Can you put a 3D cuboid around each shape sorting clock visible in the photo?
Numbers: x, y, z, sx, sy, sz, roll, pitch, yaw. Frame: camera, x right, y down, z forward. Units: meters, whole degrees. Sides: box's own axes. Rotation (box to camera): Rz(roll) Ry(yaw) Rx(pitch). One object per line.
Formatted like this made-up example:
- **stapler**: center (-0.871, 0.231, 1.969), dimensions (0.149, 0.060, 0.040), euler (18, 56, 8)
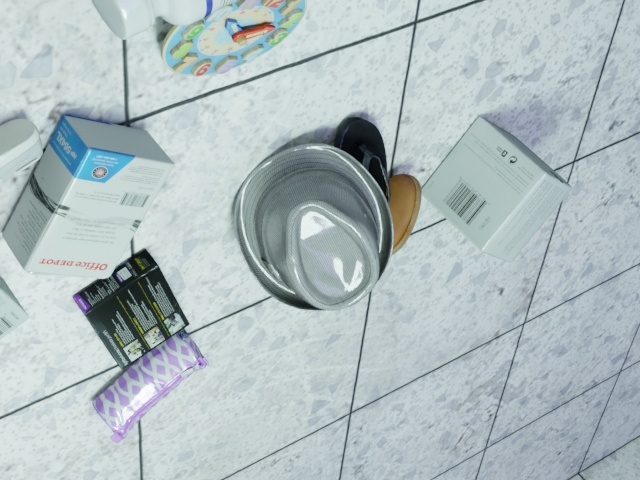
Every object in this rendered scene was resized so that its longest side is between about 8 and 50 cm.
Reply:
- **shape sorting clock**: center (-0.111, -0.274, 1.560), dimensions (0.206, 0.040, 0.206), euler (-26, 162, -9)

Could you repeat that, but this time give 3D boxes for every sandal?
- **sandal**: center (0.080, -0.075, 1.919), dimensions (0.097, 0.054, 0.255), euler (-17, 106, -34)

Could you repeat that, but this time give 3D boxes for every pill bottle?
- **pill bottle**: center (-0.141, -0.347, 1.397), dimensions (0.272, 0.152, 0.152), euler (-31, 145, -16)

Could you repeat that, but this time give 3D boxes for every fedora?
- **fedora**: center (0.000, 0.000, 1.828), dimensions (0.243, 0.124, 0.276), euler (-22, 112, -2)

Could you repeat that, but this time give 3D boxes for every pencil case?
- **pencil case**: center (-0.278, 0.237, 1.966), dimensions (0.206, 0.088, 0.086), euler (-41, 144, 0)

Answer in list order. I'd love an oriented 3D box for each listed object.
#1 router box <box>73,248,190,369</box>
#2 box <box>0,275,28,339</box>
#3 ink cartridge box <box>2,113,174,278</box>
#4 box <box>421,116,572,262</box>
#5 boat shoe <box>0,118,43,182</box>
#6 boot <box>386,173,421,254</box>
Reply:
- **router box**: center (-0.290, 0.109, 1.848), dimensions (0.133, 0.046, 0.179), euler (-34, 145, -12)
- **box**: center (-0.470, 0.085, 1.598), dimensions (0.101, 0.087, 0.102), euler (-38, 146, -8)
- **ink cartridge box**: center (-0.314, -0.054, 1.603), dimensions (0.148, 0.086, 0.203), euler (8, 123, -49)
- **box**: center (0.312, -0.090, 2.122), dimensions (0.182, 0.181, 0.119), euler (-52, 146, 14)
- **boat shoe**: center (-0.428, -0.082, 1.485), dimensions (0.184, 0.066, 0.063), euler (-41, 147, -21)
- **boot**: center (0.029, -0.038, 1.983), dimensions (0.283, 0.109, 0.220), euler (-47, 135, 2)
